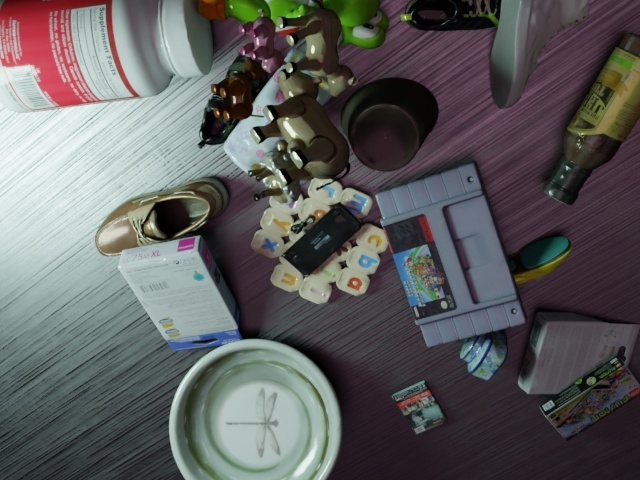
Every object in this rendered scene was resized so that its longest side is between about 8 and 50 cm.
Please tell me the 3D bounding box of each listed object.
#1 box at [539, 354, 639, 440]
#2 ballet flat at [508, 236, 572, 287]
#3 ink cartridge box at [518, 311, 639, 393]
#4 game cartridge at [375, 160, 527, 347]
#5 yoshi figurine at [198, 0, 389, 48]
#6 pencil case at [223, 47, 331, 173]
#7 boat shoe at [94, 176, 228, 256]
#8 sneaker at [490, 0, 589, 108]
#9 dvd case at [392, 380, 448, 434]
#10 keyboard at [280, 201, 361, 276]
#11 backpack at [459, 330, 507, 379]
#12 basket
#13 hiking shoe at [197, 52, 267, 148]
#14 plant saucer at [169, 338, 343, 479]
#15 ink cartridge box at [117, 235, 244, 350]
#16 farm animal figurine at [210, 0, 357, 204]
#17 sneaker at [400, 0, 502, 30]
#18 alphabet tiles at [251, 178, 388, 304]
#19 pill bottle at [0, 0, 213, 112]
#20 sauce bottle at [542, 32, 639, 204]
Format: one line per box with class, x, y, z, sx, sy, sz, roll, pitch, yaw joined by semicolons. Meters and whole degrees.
box;0.607;0.354;1.751;0.207;0.036;0.114;-37;121;11
ballet flat;0.435;0.064;1.684;0.231;0.077;0.077;-25;126;17
ink cartridge box;0.575;0.254;1.751;0.233;0.066;0.189;1;112;-17
game cartridge;0.271;0.035;1.649;0.230;0.068;0.354;-18;96;15
yoshi figurine;-0.037;-0.471;1.477;0.362;0.203;0.203;14;103;-4
pencil case;-0.081;-0.255;1.597;0.124;0.113;0.273;42;109;13
boat shoe;-0.360;-0.046;1.704;0.325;0.116;0.123;-25;103;14
sneaker;0.426;-0.389;1.493;0.169;0.108;0.292;-10;132;-14
dvd case;0.236;0.395;1.851;0.087;0.013;0.119;-28;103;15
keyboard;-0.008;-0.011;1.706;0.108;0.023;0.180;42;109;-16
backpack;0.359;0.247;1.728;0.084;0.114;0.105;28;111;-4
basket;0.132;-0.223;1.525;0.205;0.227;0.154;-9;109;9
hiking shoe;-0.179;-0.284;1.599;0.086;0.114;0.226;28;111;-4
plant saucer;-0.145;0.428;1.821;0.401;0.100;0.400;0;85;5
ink cartridge box;-0.299;0.127;1.750;0.186;0.065;0.311;-10;132;11
farm animal figurine;-0.034;-0.249;1.419;0.330;0.172;0.326;-18;94;55
sneaker;0.273;-0.436;1.500;0.235;0.097;0.084;-8;109;9
alphabet tiles;0.000;0.000;1.731;0.278;0.021;0.284;23;111;-2
pill bottle;-0.431;-0.384;1.532;0.408;0.229;0.228;-6;109;8
sauce bottle;0.554;-0.230;1.534;0.111;0.111;0.344;25;109;-3
